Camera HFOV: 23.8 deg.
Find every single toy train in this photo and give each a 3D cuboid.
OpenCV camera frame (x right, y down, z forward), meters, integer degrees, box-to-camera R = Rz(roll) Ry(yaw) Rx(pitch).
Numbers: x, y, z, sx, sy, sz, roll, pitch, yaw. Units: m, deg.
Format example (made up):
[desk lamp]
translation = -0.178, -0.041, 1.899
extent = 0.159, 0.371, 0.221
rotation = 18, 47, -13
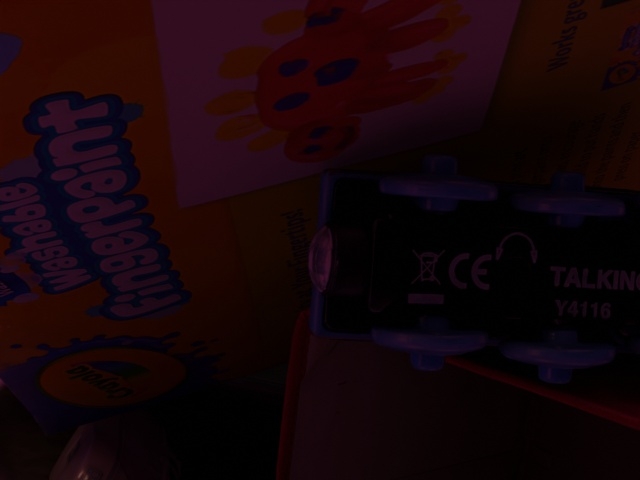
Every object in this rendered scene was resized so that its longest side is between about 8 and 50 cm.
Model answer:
[toy train]
translation = 0.080, 0.010, 0.579
extent = 0.184, 0.080, 0.105
rotation = 3, 3, -13

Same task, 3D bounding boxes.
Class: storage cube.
[storage cube]
translation = 0.109, 0.132, 0.659
extent = 0.215, 0.183, 0.193
rotation = 17, 14, 39

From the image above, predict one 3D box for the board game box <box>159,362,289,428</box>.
[board game box]
translation = -0.069, 0.073, 0.931
extent = 0.317, 0.046, 0.213
rotation = 11, -14, 11

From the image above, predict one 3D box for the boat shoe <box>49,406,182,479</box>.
[boat shoe]
translation = -0.108, 0.124, 0.849
extent = 0.063, 0.066, 0.184
rotation = 35, -2, -8

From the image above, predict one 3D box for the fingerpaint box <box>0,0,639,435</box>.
[fingerpaint box]
translation = -0.001, -0.093, 0.629
extent = 0.371, 0.163, 0.445
rotation = -17, -20, -4
